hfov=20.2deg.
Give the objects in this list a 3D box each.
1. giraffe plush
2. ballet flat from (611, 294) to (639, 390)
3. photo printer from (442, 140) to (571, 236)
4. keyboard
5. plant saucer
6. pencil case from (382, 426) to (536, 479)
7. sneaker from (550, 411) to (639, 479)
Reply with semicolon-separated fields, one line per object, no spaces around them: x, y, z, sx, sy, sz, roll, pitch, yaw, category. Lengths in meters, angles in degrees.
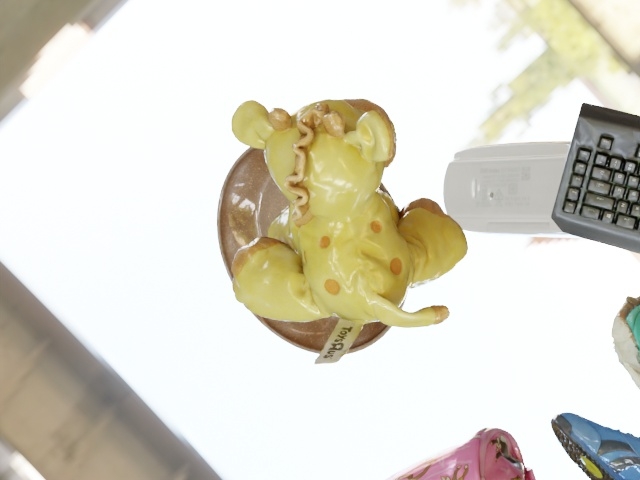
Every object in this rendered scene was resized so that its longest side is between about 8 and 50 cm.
0.009;-0.032;1.335;0.210;0.181;0.170;-83;-17;-66;giraffe plush
0.457;0.141;1.872;0.409;0.147;0.147;8;-149;-23;ballet flat
0.335;-0.054;2.048;0.307;0.107;0.256;2;180;-32;photo printer
0.374;-0.059;1.554;0.317;0.201;0.033;14;-160;6;keyboard
0.000;0.000;1.539;0.198;0.198;0.036;50;-143;10;plant saucer
0.047;0.332;1.864;0.167;0.386;0.160;53;-158;-28;pencil case
0.333;0.232;1.853;0.209;0.082;0.069;37;165;29;sneaker
